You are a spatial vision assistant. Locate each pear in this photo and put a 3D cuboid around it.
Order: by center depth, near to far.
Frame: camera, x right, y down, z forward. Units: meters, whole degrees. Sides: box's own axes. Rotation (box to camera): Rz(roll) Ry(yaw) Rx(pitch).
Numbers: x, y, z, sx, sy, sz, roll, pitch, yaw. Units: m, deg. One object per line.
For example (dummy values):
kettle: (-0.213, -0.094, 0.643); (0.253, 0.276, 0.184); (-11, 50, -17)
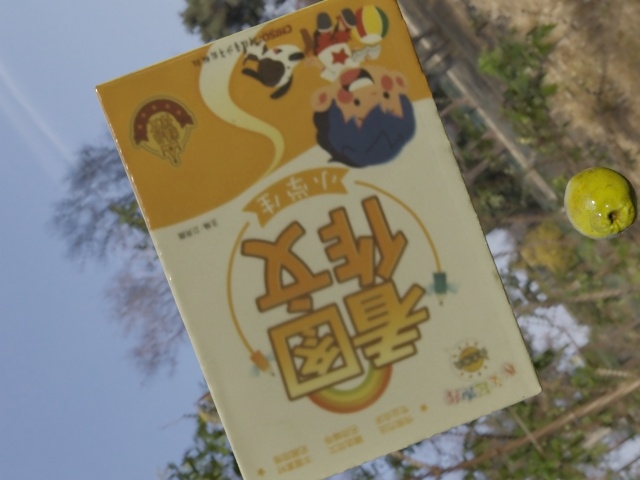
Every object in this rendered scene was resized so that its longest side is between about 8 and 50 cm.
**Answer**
pear: (0.419, -0.055, 1.652); (0.107, 0.107, 0.131); (43, -175, -26)

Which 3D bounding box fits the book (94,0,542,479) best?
book: (0.000, 0.000, 0.726); (0.020, 0.208, 0.295); (176, 72, -86)
